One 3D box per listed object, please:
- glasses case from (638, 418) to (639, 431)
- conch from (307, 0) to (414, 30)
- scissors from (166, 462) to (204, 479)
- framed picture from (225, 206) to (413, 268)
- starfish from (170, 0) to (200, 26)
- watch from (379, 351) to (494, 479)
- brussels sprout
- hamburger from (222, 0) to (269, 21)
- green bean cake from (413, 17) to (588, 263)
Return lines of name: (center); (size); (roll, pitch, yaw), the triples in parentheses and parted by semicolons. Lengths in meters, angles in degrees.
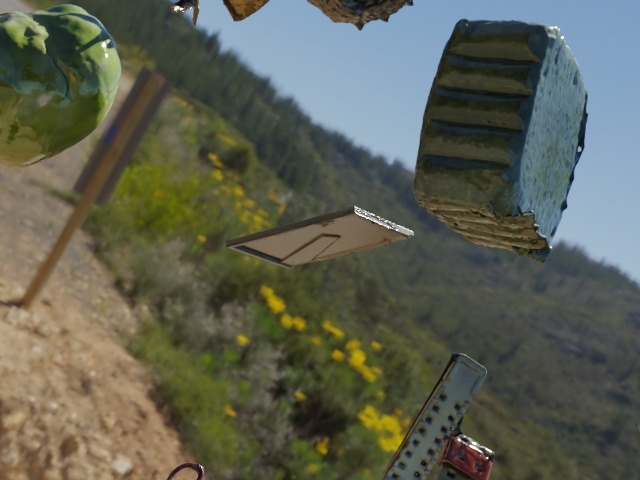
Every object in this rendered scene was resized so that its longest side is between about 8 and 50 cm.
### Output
glasses case: (0.379, 0.147, 0.880); (0.272, 0.062, 0.095); (-15, -67, 47)
conch: (0.065, -0.469, 1.956); (0.241, 0.186, 0.313); (3, -11, 5)
scissors: (-0.241, 0.432, 1.720); (0.144, 0.248, 0.017); (50, -36, 17)
framed picture: (0.000, 0.000, 2.137); (0.281, 0.019, 0.209); (-14, -19, 30)
starfish: (-0.223, -0.409, 1.989); (0.130, 0.041, 0.133); (54, 19, -54)
watch: (0.110, 0.237, 1.171); (0.102, 0.268, 0.165); (32, -10, -10)
brussels sprout: (-0.475, -0.249, 1.869); (0.317, 0.273, 0.242); (4, -41, 26)
hamburger: (-0.110, -0.422, 1.484); (0.124, 0.131, 0.262); (-82, 150, -53)
green bean cake: (0.194, -0.101, 1.227); (0.125, 0.222, 0.227); (8, -9, 30)
